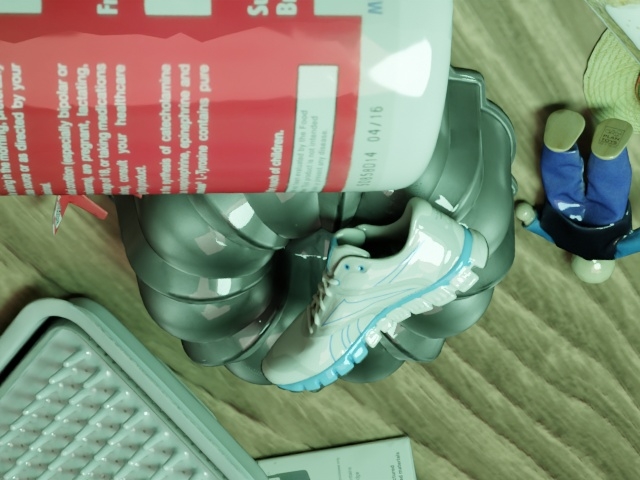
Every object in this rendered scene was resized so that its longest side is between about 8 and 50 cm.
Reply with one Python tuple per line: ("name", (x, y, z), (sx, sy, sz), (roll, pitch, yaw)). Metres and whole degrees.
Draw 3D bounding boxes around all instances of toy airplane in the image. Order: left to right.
("toy airplane", (-0.190, -0.057, 1.129), (0.151, 0.028, 0.151), (21, 143, 17))

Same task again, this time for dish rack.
("dish rack", (-0.201, 0.218, 1.337), (0.285, 0.072, 0.333), (46, 125, 4))

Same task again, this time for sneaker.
("sneaker", (0.021, 0.032, 1.080), (0.190, 0.071, 0.083), (-38, 123, 18))

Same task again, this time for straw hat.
("straw hat", (0.270, -0.112, 1.134), (0.144, 0.061, 0.144), (-3, 136, -3))

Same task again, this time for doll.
("doll", (0.219, -0.023, 1.219), (0.129, 0.046, 0.189), (12, 147, 18))

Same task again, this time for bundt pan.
("bundt pan", (0.000, 0.000, 1.174), (0.330, 0.124, 0.331), (-3, 137, -3))

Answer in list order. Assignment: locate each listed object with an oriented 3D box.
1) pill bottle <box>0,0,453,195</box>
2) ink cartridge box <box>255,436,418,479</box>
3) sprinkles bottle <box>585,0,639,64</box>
("pill bottle", (-0.138, -0.141, 0.929), (0.407, 0.229, 0.229), (-1, 136, -7))
("ink cartridge box", (-0.030, 0.311, 1.501), (0.272, 0.115, 0.198), (-10, 136, 3))
("sprinkles bottle", (0.208, -0.197, 0.966), (0.121, 0.121, 0.355), (-33, 124, 25))
